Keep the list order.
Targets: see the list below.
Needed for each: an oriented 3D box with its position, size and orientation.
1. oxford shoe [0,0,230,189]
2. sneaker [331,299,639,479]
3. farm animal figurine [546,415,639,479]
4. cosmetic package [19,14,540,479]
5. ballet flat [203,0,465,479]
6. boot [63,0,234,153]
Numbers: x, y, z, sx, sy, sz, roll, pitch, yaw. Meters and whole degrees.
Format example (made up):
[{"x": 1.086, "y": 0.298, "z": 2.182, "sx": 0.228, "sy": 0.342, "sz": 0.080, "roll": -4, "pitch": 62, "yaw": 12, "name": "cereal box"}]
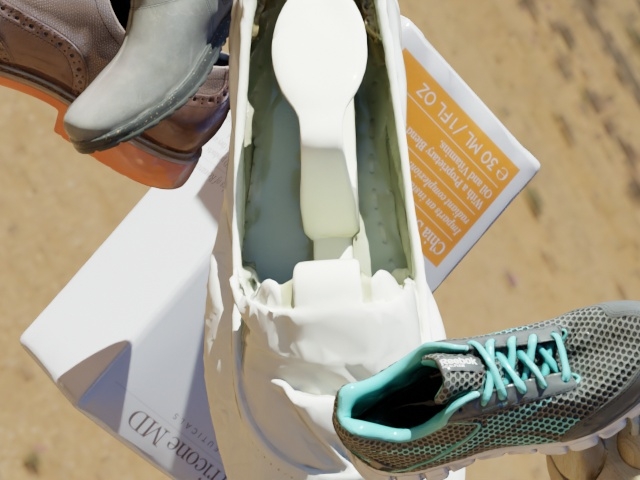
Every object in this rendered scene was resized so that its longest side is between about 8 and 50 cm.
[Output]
[{"x": -0.230, "y": -0.189, "z": 1.465, "sx": 0.364, "sy": 0.132, "sz": 0.130, "roll": 31, "pitch": 23, "yaw": -13, "name": "oxford shoe"}, {"x": 0.080, "y": 0.068, "z": 0.846, "sx": 0.076, "sy": 0.166, "sz": 0.065, "roll": 40, "pitch": 29, "yaw": -61, "name": "sneaker"}, {"x": 0.208, "y": 0.208, "z": 1.106, "sx": 0.172, "sy": 0.330, "sz": 0.326, "roll": 88, "pitch": -8, "yaw": -47, "name": "farm animal figurine"}, {"x": -0.036, "y": 0.011, "z": 1.735, "sx": 0.230, "sy": 0.453, "sz": 0.161, "roll": 42, "pitch": -3, "yaw": -35, "name": "cosmetic package"}, {"x": 0.000, "y": 0.000, "z": 0.992, "sx": 0.139, "sy": 0.139, "sz": 0.400, "roll": 39, "pitch": 44, "yaw": -61, "name": "ballet flat"}, {"x": -0.125, "y": -0.193, "z": 1.319, "sx": 0.161, "sy": 0.246, "sz": 0.083, "roll": 52, "pitch": -14, "yaw": -30, "name": "boot"}]
